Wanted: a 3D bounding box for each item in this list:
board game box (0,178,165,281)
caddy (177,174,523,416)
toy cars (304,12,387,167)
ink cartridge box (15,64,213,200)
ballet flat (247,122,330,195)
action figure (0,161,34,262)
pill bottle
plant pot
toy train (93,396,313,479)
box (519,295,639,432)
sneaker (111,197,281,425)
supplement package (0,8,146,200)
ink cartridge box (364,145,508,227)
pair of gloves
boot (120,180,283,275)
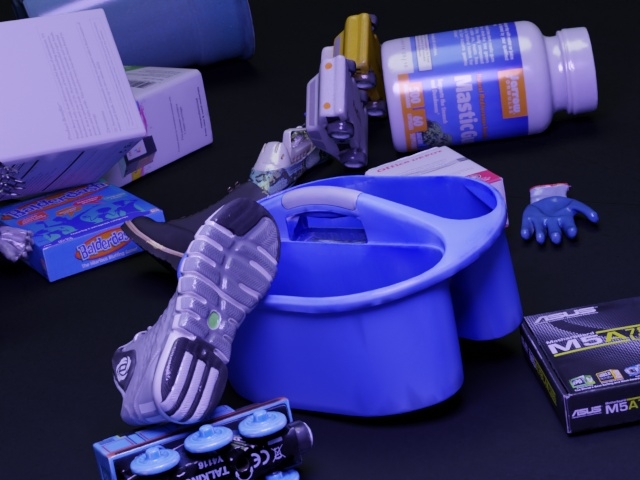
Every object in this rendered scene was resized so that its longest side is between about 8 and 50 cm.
[{"bbox_3d":[-0.305,-0.018,2.092,0.160,0.047,0.210,-20,22,-25],"label":"board game box"},{"bbox_3d":[0.026,0.028,1.588,0.341,0.179,0.241,2,31,40],"label":"caddy"},{"bbox_3d":[0.027,-0.201,2.241,0.087,0.176,0.394,-2,21,11],"label":"toy cars"},{"bbox_3d":[-0.321,-0.151,2.351,0.201,0.117,0.278,8,26,38],"label":"ink cartridge box"},{"bbox_3d":[-0.048,-0.109,2.198,0.070,0.070,0.188,2,23,27],"label":"ballet flat"},{"bbox_3d":[-0.419,0.016,1.929,0.164,0.141,0.276,-60,7,-31],"label":"action figure"},{"bbox_3d":[0.222,-0.207,2.215,0.272,0.152,0.152,-8,21,5],"label":"pill bottle"},{"bbox_3d":[-0.326,-0.400,2.761,0.334,0.341,0.341,-22,23,-10],"label":"plant pot"},{"bbox_3d":[-0.100,0.186,1.428,0.184,0.080,0.105,-18,16,-21],"label":"toy train"},{"bbox_3d":[0.291,0.103,1.520,0.190,0.045,0.184,-10,22,-2],"label":"box"},{"bbox_3d":[-0.124,0.066,1.482,0.132,0.086,0.229,-22,36,46],"label":"sneaker"},{"bbox_3d":[-0.396,-0.152,2.040,0.293,0.178,0.175,-13,-11,-34],"label":"supplement package"},{"bbox_3d":[0.130,-0.048,1.906,0.109,0.063,0.150,-18,22,-15],"label":"ink cartridge box"},{"bbox_3d":[0.218,-0.023,1.917,0.198,0.023,0.159,-7,22,10],"label":"pair of gloves"},{"bbox_3d":[-0.128,-0.021,1.899,0.198,0.077,0.137,28,80,42],"label":"boot"}]
